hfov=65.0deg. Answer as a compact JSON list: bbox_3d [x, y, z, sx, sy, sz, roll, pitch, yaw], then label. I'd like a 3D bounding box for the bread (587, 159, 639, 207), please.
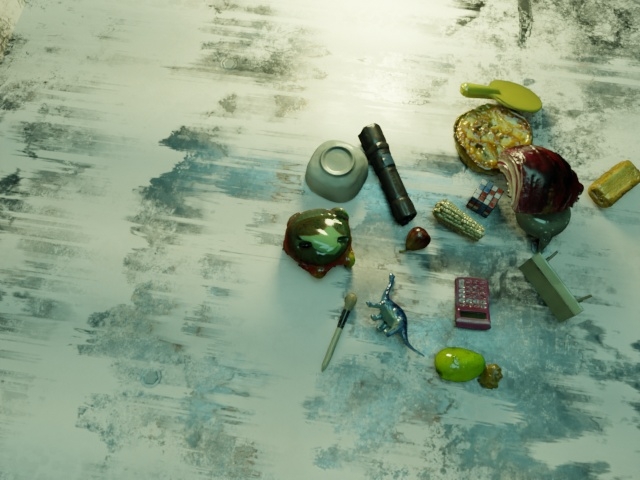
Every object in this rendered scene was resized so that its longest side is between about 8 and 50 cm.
[{"bbox_3d":[1.130,-0.217,1.926,0.211,0.083,0.114,-34,79,-11],"label":"bread"}]

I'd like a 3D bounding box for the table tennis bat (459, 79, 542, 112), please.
[{"bbox_3d":[0.727,-0.587,2.023,0.368,0.054,0.224,1,47,-18],"label":"table tennis bat"}]

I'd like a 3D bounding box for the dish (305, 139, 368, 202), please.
[{"bbox_3d":[0.065,-0.284,1.942,0.256,0.117,0.256,0,70,0],"label":"dish"}]

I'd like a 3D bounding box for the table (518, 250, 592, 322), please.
[{"bbox_3d":[0.838,0.151,1.775,0.111,0.121,0.240,-29,73,-10],"label":"table"}]

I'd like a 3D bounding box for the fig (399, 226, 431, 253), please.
[{"bbox_3d":[0.346,0.009,1.863,0.125,0.089,0.089,-44,74,14],"label":"fig"}]

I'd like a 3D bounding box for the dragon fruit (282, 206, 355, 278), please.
[{"bbox_3d":[0.000,0.000,1.839,0.295,0.130,0.268,25,67,9],"label":"dragon fruit"}]

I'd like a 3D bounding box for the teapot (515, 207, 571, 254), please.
[{"bbox_3d":[0.822,-0.100,1.866,0.193,0.129,0.294,2,68,1],"label":"teapot"}]

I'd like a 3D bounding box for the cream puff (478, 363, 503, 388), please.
[{"bbox_3d":[0.581,0.462,1.702,0.058,0.083,0.083,24,50,-38],"label":"cream puff"}]

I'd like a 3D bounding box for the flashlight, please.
[{"bbox_3d":[0.263,-0.259,1.949,0.103,0.103,0.424,-19,73,-6],"label":"flashlight"}]

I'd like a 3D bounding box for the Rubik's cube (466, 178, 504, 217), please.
[{"bbox_3d":[0.623,-0.158,1.904,0.092,0.092,0.092,32,73,12],"label":"Rubik's cube"}]

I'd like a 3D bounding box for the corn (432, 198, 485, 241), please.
[{"bbox_3d":[0.519,-0.074,1.885,0.211,0.087,0.087,36,74,6],"label":"corn"}]

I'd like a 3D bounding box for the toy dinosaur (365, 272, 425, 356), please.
[{"bbox_3d":[0.242,0.270,1.764,0.144,0.076,0.329,-12,60,-11],"label":"toy dinosaur"}]

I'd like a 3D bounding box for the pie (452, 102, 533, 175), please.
[{"bbox_3d":[0.679,-0.398,1.997,0.315,0.092,0.315,-1,73,4],"label":"pie"}]

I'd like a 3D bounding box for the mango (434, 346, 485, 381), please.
[{"bbox_3d":[0.473,0.417,1.694,0.178,0.100,0.119,-3,67,-9],"label":"mango"}]

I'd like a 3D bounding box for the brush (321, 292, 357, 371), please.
[{"bbox_3d":[0.060,0.320,1.768,0.042,0.039,0.299,34,72,-29],"label":"brush"}]

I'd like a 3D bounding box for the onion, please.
[{"bbox_3d":[0.795,-0.251,1.794,0.280,0.146,0.314,-7,53,-2],"label":"onion"}]

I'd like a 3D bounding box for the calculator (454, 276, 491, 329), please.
[{"bbox_3d":[0.543,0.224,1.799,0.126,0.034,0.191,5,65,3],"label":"calculator"}]
